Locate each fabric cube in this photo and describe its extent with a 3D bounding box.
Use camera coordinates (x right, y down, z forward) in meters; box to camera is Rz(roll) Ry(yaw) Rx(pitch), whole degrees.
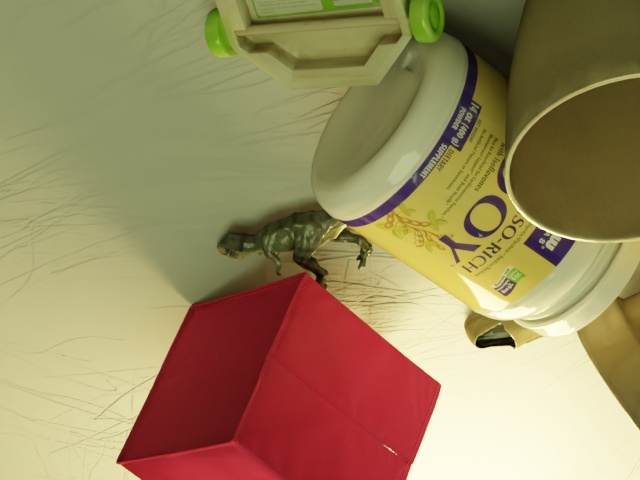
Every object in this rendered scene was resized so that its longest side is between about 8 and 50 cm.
[{"bbox_3d":[-0.050,0.230,1.944,0.258,0.259,0.254,40,146,-25],"label":"fabric cube"}]

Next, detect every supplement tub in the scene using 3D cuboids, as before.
[{"bbox_3d":[0.182,-0.057,1.730,0.331,0.241,0.241,33,125,-22],"label":"supplement tub"}]

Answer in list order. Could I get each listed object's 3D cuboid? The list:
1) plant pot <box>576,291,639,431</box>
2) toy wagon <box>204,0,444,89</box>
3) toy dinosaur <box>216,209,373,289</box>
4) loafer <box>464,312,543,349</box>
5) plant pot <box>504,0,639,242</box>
[{"bbox_3d":[0.515,0.145,1.862,0.280,0.323,0.323,-39,119,13],"label":"plant pot"},{"bbox_3d":[-0.023,-0.314,1.603,0.267,0.068,0.344,0,127,26],"label":"toy wagon"},{"bbox_3d":[0.000,0.000,1.915,0.268,0.064,0.118,-23,118,18],"label":"toy dinosaur"},{"bbox_3d":[0.260,0.114,1.995,0.148,0.050,0.056,-15,128,17],"label":"loafer"},{"bbox_3d":[0.301,-0.183,1.577,0.256,0.274,0.256,-2,143,-2],"label":"plant pot"}]
